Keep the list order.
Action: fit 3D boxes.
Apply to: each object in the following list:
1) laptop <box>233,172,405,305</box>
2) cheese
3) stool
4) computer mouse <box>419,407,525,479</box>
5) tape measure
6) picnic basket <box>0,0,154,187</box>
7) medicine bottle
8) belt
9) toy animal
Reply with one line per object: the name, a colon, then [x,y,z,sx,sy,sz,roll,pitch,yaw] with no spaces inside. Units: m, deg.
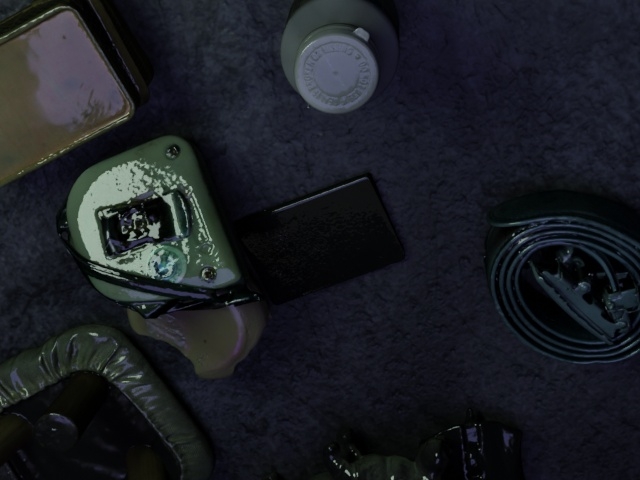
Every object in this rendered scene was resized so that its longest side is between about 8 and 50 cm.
laptop: [0.000,0.000,1.655,0.197,0.016,0.135,-19,113,13]
cheese: [-0.206,0.067,1.664,0.286,0.082,0.163,31,111,-7]
stool: [-0.339,0.317,1.707,0.310,0.226,0.310,-29,112,16]
computer mouse: [0.222,0.358,1.772,0.147,0.088,0.264,-9,111,5]
tape measure: [-0.207,0.005,1.561,0.207,0.115,0.235,-22,85,0]
picnic basket: [-0.342,-0.188,1.516,0.266,0.139,0.165,-26,111,14]
medicine bottle: [0.023,-0.221,1.437,0.135,0.215,0.135,1,115,3]
belt: [0.316,0.043,1.598,0.267,0.116,0.206,30,118,-13]
toy animal: [0.067,0.341,1.722,0.343,0.106,0.168,-17,92,21]
